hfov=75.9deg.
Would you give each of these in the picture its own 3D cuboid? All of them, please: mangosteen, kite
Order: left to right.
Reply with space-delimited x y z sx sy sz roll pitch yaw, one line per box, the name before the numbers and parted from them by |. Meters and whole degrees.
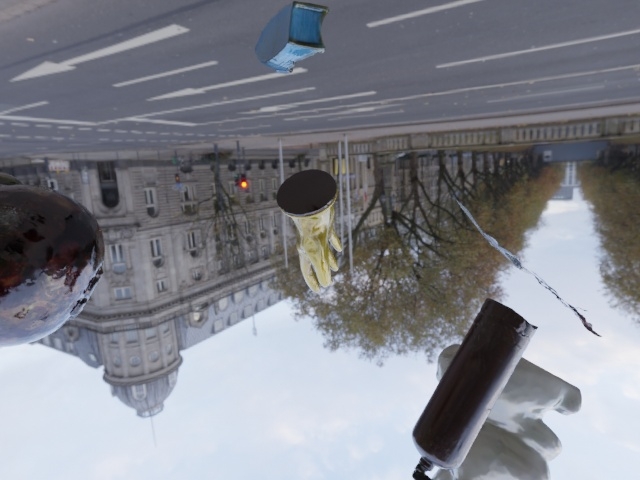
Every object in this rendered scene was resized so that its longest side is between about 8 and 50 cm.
mangosteen | -0.308 0.012 0.396 0.172 0.184 0.173 -25 -143 20
kite | 0.271 0.031 0.558 0.141 0.015 0.245 34 -164 -35

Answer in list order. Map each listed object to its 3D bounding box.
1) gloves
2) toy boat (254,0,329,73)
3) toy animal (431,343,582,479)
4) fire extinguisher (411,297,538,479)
gloves | 0.001 -0.001 0.872 0.116 0.295 0.133 30 -117 32
toy boat | -0.041 -0.294 0.619 0.077 0.075 0.185 3 -174 -28
toy animal | 0.313 0.379 0.799 0.240 0.369 0.196 17 179 8
fire extinguisher | 0.191 0.212 0.529 0.089 0.268 0.072 29 179 18
